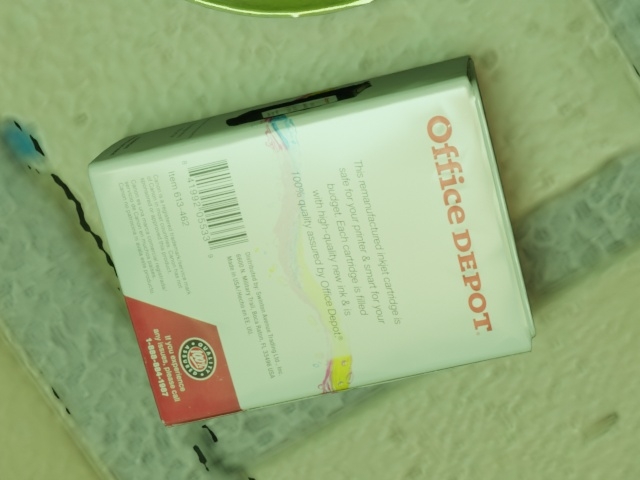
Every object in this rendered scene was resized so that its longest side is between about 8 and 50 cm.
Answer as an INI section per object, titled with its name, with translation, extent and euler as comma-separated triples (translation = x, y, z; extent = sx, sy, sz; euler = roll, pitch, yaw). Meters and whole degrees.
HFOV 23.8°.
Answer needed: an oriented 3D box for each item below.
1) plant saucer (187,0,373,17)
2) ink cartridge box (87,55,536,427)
[plant saucer]
translation = -0.017, -0.219, 0.654
extent = 0.240, 0.037, 0.241
euler = 2, 106, 6
[ink cartridge box]
translation = 0.000, 0.000, 0.693
extent = 0.175, 0.072, 0.128
euler = -12, 103, 9
